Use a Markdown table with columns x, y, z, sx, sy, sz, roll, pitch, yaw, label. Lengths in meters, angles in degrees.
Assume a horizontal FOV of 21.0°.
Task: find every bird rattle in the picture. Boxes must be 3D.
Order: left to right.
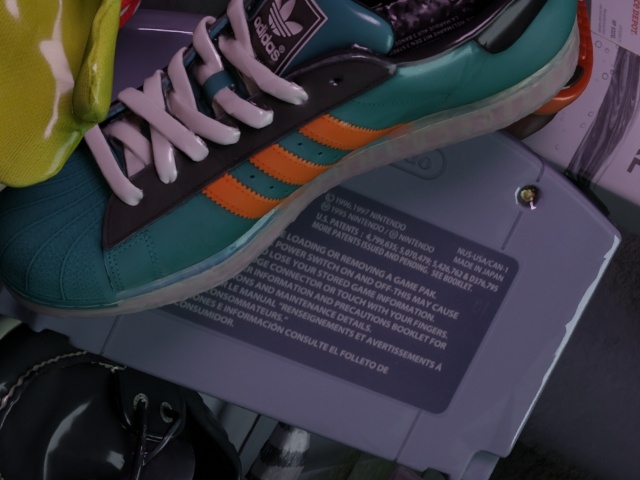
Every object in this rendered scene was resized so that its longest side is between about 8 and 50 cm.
| x | y | z | sx | sy | sz | roll | pitch | yaw | label |
| --- | --- | --- | --- | --- | --- | --- | --- | --- | --- |
| -0.126 | -0.097 | 0.702 | 0.207 | 0.143 | 0.253 | -55 | -178 | 26 | bird rattle |

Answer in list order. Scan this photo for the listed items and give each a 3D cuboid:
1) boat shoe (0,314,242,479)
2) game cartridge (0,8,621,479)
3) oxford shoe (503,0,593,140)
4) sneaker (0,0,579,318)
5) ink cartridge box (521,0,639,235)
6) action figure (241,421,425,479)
| x | y | z | sx | sy | sz | roll | pitch | yaw | label |
| --- | --- | --- | --- | --- | --- | --- | --- | --- | --- |
| -0.122 | 0.124 | 1.027 | 0.127 | 0.113 | 0.340 | -58 | 164 | -10 | boat shoe |
| 0.000 | 0.000 | 0.920 | 0.198 | 0.297 | 0.062 | -65 | -163 | 9 | game cartridge |
| 0.131 | -0.192 | 1.220 | 0.098 | 0.097 | 0.271 | 128 | -28 | -56 | oxford shoe |
| -0.023 | -0.073 | 0.783 | 0.302 | 0.108 | 0.121 | -28 | 150 | -5 | sneaker |
| 0.235 | -0.141 | 1.329 | 0.223 | 0.307 | 0.129 | -60 | 165 | -4 | ink cartridge box |
| -0.033 | 0.285 | 1.458 | 0.341 | 0.178 | 0.330 | -7 | 146 | -44 | action figure |
